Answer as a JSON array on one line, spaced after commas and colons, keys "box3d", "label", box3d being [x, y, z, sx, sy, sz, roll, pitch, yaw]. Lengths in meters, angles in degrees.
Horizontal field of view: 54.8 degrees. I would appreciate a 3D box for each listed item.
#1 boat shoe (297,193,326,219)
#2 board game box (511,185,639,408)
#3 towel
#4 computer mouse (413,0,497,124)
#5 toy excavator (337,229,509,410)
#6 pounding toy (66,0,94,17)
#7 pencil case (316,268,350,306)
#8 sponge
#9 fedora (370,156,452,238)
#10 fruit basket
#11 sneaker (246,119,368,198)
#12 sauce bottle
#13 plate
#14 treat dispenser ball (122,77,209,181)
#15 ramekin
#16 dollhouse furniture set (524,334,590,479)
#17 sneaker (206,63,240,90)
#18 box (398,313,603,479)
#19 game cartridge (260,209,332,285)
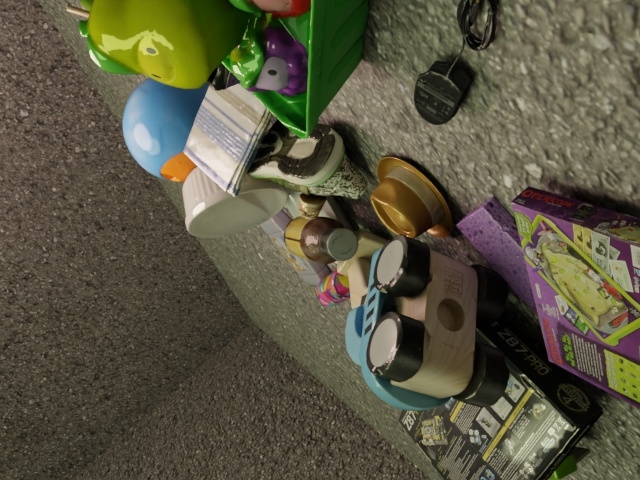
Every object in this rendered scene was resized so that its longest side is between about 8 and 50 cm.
[{"box3d": [-0.020, -0.076, 1.378, 0.062, 0.059, 0.170, 10, -168, 0], "label": "boat shoe"}, {"box3d": [0.394, 0.094, 0.871, 0.208, 0.056, 0.347, 24, 148, 47], "label": "board game box"}, {"box3d": [-0.197, -0.267, 1.383, 0.209, 0.285, 0.034, 40, -156, 30], "label": "towel"}, {"box3d": [0.181, -0.240, 0.817, 0.071, 0.041, 0.242, 37, 154, 10], "label": "computer mouse"}, {"box3d": [0.137, 0.125, 1.222, 0.222, 0.433, 0.445, 20, 152, -20], "label": "toy excavator"}, {"box3d": [-0.521, -0.623, 1.589, 0.182, 0.110, 0.237, 23, -153, -14], "label": "pounding toy"}, {"box3d": [0.056, 0.140, 1.825, 0.104, 0.104, 0.236, 49, 165, -1], "label": "pencil case"}, {"box3d": [0.325, 0.029, 1.027, 0.210, 0.031, 0.117, 48, 162, 5], "label": "sponge"}, {"box3d": [0.158, -0.065, 1.162, 0.194, 0.079, 0.194, 44, 162, 18], "label": "fedora"}, {"box3d": [-0.124, -0.307, 0.866, 0.283, 0.392, 0.392, 45, 162, 15], "label": "fruit basket"}, {"box3d": [-0.036, -0.155, 1.382, 0.182, 0.158, 0.410, 38, 175, -29], "label": "sneaker"}, {"box3d": [0.000, 0.000, 1.425, 0.111, 0.111, 0.344, 54, 171, -14], "label": "sauce bottle"}, {"box3d": [0.012, -0.044, 1.627, 0.277, 0.045, 0.278, 21, 147, 56], "label": "plate"}, {"box3d": [-0.366, -0.298, 1.611, 0.288, 0.288, 0.288, 44, 162, 18], "label": "treat dispenser ball"}, {"box3d": [-0.230, -0.121, 1.601, 0.273, 0.272, 0.127, 106, 144, -70], "label": "ramekin"}, {"box3d": [0.438, 0.322, 1.316, 0.197, 0.151, 0.302, -17, 89, 57], "label": "dollhouse furniture set"}, {"box3d": [-0.205, -0.422, 1.194, 0.107, 0.124, 0.283, 35, 150, 40], "label": "sneaker"}, {"box3d": [0.335, 0.359, 1.256, 0.318, 0.097, 0.395, 46, 137, 34], "label": "box"}, {"box3d": [-0.078, 0.029, 2.000, 0.297, 0.062, 0.198, 52, 167, -9], "label": "game cartridge"}]
